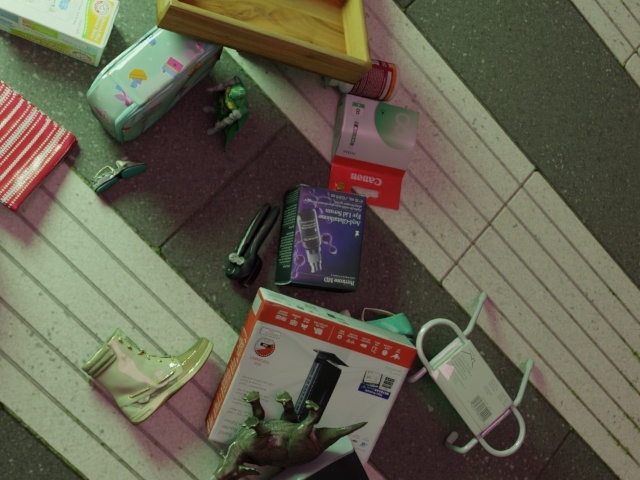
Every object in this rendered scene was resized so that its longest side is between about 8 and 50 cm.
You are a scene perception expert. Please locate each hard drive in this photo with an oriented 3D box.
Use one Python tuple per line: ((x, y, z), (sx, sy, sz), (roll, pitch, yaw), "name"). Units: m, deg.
((-0.015, 0.510, 1.419), (0.255, 0.054, 0.172), (-29, 104, -19), "hard drive")

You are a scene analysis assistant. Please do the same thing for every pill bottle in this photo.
((0.091, -0.359, 1.612), (0.152, 0.086, 0.086), (7, 83, -20), "pill bottle")

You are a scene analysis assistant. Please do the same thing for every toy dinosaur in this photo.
((-0.072, 0.372, 1.385), (0.314, 0.121, 0.160), (-10, 119, -15), "toy dinosaur")

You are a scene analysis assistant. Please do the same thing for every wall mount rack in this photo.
((0.346, 0.289, 1.634), (0.304, 0.130, 0.350), (-38, 98, -16), "wall mount rack")

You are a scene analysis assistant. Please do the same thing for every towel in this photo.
((-0.612, -0.206, 1.342), (0.275, 0.031, 0.199), (39, 60, -13), "towel")

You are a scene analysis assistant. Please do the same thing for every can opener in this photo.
((-0.140, 0.003, 1.518), (0.059, 0.073, 0.186), (16, 73, 21), "can opener")

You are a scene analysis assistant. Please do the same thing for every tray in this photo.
((-0.099, -0.438, 1.367), (0.411, 0.076, 0.202), (8, 65, -31), "tray")

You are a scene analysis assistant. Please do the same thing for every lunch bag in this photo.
((-0.305, -0.310, 1.393), (0.279, 0.224, 0.108), (-43, 95, -12), "lunch bag")

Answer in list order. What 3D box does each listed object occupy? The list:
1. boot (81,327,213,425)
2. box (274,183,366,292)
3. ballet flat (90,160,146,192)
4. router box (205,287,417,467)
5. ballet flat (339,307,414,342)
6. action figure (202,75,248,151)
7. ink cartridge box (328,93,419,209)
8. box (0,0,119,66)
((-0.328, 0.224, 1.410), (0.213, 0.077, 0.165), (-43, 98, -16), "boot")
((0.000, 0.000, 1.534), (0.153, 0.108, 0.207), (7, 82, -20), "box")
((-0.398, -0.135, 1.437), (0.114, 0.041, 0.041), (-31, 96, -21), "ballet flat")
((-0.019, 0.288, 1.464), (0.336, 0.082, 0.301), (19, 99, -17), "router box")
((0.081, 0.189, 1.572), (0.247, 0.083, 0.087), (-1, 61, -21), "ballet flat")
((-0.181, -0.260, 1.424), (0.064, 0.232, 0.137), (-11, 89, -21), "action figure")
((0.117, -0.195, 1.626), (0.181, 0.056, 0.224), (10, 80, -19), "ink cartridge box")
((-0.496, -0.426, 1.384), (0.203, 0.114, 0.103), (19, 77, -18), "box")
